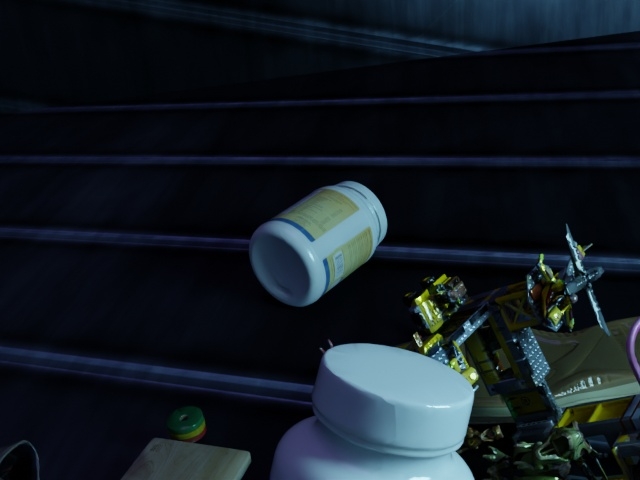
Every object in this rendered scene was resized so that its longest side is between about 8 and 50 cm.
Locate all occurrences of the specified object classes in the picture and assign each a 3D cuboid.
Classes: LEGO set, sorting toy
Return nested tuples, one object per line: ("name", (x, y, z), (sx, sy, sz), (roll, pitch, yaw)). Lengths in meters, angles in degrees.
("LEGO set", (0.215, 0.166, 0.725), (0.192, 0.331, 0.255), (-24, -2, 42))
("sorting toy", (-0.162, 0.292, 0.916), (0.132, 0.046, 0.274), (2, 29, 22))

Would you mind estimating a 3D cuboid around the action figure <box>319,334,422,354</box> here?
("action figure", (0.094, 0.143, 1.027), (0.091, 0.139, 0.280), (6, 33, 31))

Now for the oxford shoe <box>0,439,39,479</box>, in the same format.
("oxford shoe", (-0.319, 0.314, 0.804), (0.133, 0.130, 0.363), (-36, 32, -8))

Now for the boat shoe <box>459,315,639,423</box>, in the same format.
("boat shoe", (0.260, 0.170, 0.941), (0.341, 0.110, 0.122), (-5, 38, 3))

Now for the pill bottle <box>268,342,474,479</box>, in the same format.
("pill bottle", (0.029, 0.223, 0.615), (0.152, 0.272, 0.152), (12, 11, -2))

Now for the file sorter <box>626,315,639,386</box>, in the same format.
("file sorter", (0.464, 0.119, 0.752), (0.202, 0.182, 0.290), (-37, 16, -25))

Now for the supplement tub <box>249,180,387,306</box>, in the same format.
("supplement tub", (0.000, 0.000, 1.321), (0.144, 0.144, 0.199), (13, 35, 38))
